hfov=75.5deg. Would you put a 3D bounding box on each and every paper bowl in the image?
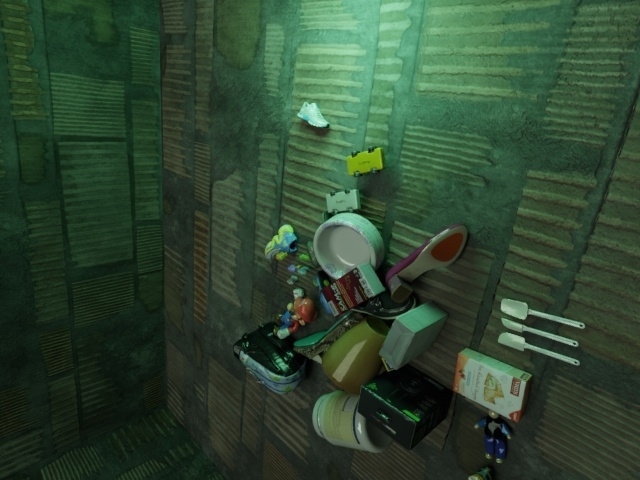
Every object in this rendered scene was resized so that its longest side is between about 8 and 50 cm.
[{"bbox_3d":[0.125,0.024,1.685,0.285,0.148,0.283,15,120,27],"label":"paper bowl"}]

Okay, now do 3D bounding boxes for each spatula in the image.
[{"bbox_3d":[0.684,0.286,1.295,0.242,0.019,0.168,14,108,43],"label":"spatula"}]

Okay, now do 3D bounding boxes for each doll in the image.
[{"bbox_3d":[0.604,0.674,1.447,0.129,0.046,0.188,6,104,44],"label":"doll"}]

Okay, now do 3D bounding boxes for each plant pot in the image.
[{"bbox_3d":[0.167,0.434,1.640,0.237,0.237,0.254,43,116,31],"label":"plant pot"}]

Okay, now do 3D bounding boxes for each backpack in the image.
[{"bbox_3d":[-0.232,0.623,2.152,0.356,0.290,0.272,13,117,36],"label":"backpack"}]

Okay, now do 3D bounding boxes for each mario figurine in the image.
[{"bbox_3d":[-0.151,0.364,2.064,0.320,0.170,0.197,-43,67,44],"label":"mario figurine"}]

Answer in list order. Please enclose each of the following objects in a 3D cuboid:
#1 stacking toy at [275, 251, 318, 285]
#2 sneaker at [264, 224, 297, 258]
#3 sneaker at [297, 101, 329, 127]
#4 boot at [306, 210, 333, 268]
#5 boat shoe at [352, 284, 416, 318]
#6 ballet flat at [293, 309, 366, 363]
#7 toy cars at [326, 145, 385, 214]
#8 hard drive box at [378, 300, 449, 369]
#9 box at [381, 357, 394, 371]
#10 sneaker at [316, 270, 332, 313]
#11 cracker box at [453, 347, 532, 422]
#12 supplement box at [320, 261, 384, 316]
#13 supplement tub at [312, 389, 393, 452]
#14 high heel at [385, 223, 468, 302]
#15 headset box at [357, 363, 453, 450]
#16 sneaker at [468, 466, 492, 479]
[{"bbox_3d":[-0.110,0.143,2.009,0.221,0.052,0.166,4,126,44],"label":"stacking toy"},{"bbox_3d":[-0.196,0.038,2.088,0.126,0.091,0.240,52,130,24],"label":"sneaker"},{"bbox_3d":[-0.026,-0.550,1.797,0.191,0.072,0.082,38,118,33],"label":"sneaker"},{"bbox_3d":[0.000,0.000,1.857,0.161,0.083,0.246,-12,92,31],"label":"boot"},{"bbox_3d":[0.213,0.229,1.664,0.340,0.113,0.127,4,59,46],"label":"boat shoe"},{"bbox_3d":[0.054,0.474,1.896,0.483,0.164,0.181,-38,81,40],"label":"ballet flat"},{"bbox_3d":[0.153,-0.235,1.678,0.176,0.087,0.393,56,136,28],"label":"toy cars"},{"bbox_3d":[0.342,0.341,1.504,0.089,0.232,0.180,39,124,34],"label":"hard drive box"},{"bbox_3d":[0.316,0.445,1.600,0.054,0.169,0.059,-41,69,44],"label":"box"},{"bbox_3d":[0.016,0.246,1.935,0.082,0.069,0.209,-32,76,49],"label":"sneaker"},{"bbox_3d":[0.582,0.488,1.412,0.233,0.067,0.155,16,111,42],"label":"cracker box"},{"bbox_3d":[0.121,0.195,1.618,0.239,0.073,0.130,-39,75,41],"label":"supplement box"},{"bbox_3d":[0.143,0.779,1.806,0.325,0.236,0.235,-19,86,46],"label":"supplement tub"},{"bbox_3d":[0.373,0.052,1.520,0.127,0.181,0.377,38,112,-17],"label":"high heel"},{"bbox_3d":[0.312,0.614,1.561,0.247,0.283,0.131,25,116,41],"label":"headset box"},{"bbox_3d":[0.586,0.907,1.501,0.084,0.083,0.214,31,138,42],"label":"sneaker"}]
